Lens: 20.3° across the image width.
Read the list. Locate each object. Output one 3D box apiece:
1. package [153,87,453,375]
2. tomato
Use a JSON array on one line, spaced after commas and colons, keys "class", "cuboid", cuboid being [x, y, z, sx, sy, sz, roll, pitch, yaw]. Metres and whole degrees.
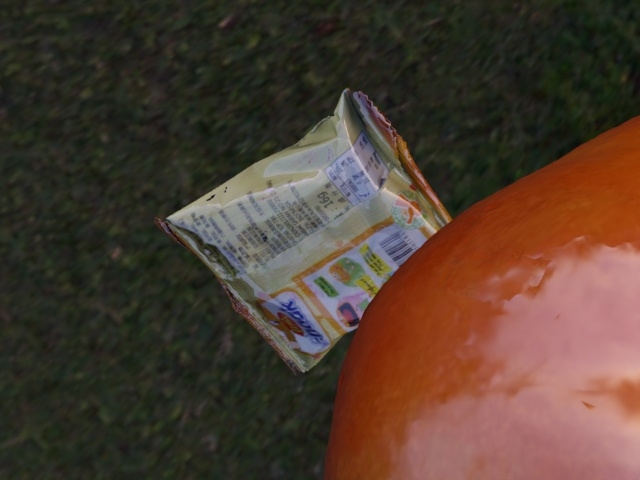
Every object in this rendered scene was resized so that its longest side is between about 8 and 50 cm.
[{"class": "package", "cuboid": [0.002, -0.001, 0.821, 0.120, 0.031, 0.108, -32, 114, 18]}, {"class": "tomato", "cuboid": [0.118, 0.085, 0.491, 0.180, 0.260, 0.260, -11, 108, 57]}]
